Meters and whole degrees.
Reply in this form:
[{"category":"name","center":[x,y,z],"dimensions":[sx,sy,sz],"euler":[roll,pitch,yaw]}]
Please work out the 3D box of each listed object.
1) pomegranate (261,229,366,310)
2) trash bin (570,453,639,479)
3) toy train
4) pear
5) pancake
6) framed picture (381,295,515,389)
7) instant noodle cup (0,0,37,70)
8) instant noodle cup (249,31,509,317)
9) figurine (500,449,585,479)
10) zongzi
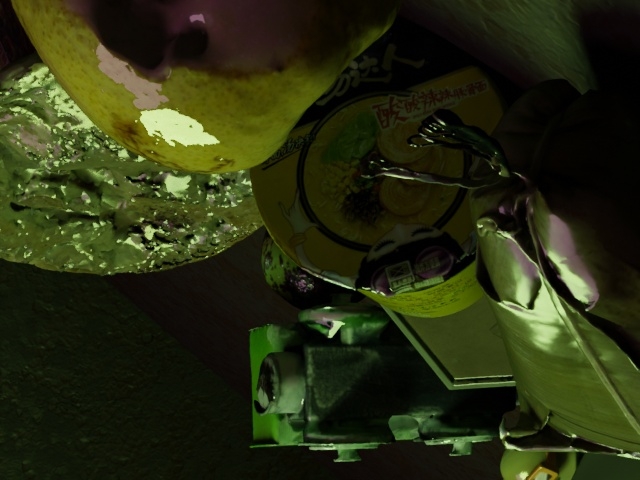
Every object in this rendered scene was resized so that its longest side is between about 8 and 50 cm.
[{"category":"pomegranate","center":[0.008,0.001,1.902],"dimensions":[0.126,0.163,0.138],"euler":[-1,-143,-42]},{"category":"trash bin","center":[0.339,0.324,1.770],"dimensions":[0.219,0.250,0.220],"euler":[39,168,-33]},{"category":"toy train","center":[0.064,0.150,1.869],"dimensions":[0.307,0.173,0.249],"euler":[0,173,-20]},{"category":"pear","center":[-0.083,-0.184,1.168],"dimensions":[0.271,0.271,0.271],"euler":[36,167,10]},{"category":"pancake","center":[-0.221,-0.082,1.862],"dimensions":[0.387,0.082,0.387],"euler":[-4,145,-3]},{"category":"framed picture","center":[0.190,0.081,1.613],"dimensions":[0.250,0.016,0.184],"euler":[-8,139,33]},{"category":"instant noodle cup","center":[-0.328,-0.212,1.972],"dimensions":[0.274,0.091,0.274],"euler":[41,139,48]},{"category":"instant noodle cup","center":[0.073,-0.033,1.423],"dimensions":[0.215,0.215,0.236],"euler":[33,174,21]},{"category":"figurine","center":[0.332,0.304,2.005],"dimensions":[0.262,0.153,0.180],"euler":[22,158,-4]},{"category":"zongzi","center":[0.276,0.028,1.173],"dimensions":[0.418,0.181,0.447],"euler":[14,154,26]}]
